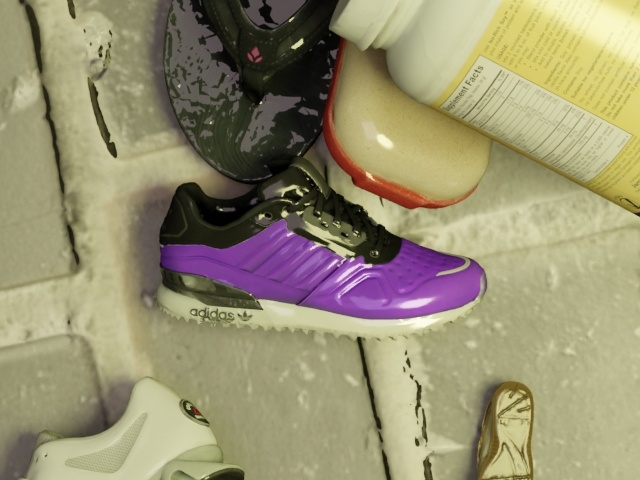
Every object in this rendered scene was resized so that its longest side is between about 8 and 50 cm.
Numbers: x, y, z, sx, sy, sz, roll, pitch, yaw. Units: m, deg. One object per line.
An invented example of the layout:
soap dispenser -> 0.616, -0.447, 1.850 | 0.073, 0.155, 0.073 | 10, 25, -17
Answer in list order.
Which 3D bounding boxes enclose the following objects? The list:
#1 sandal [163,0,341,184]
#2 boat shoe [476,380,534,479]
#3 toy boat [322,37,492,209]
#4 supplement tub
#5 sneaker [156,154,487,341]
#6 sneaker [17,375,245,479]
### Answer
sandal -> -0.035, -0.273, 1.675 | 0.167, 0.107, 0.446 | 15, 90, 5
boat shoe -> 0.163, 0.192, 1.678 | 0.050, 0.045, 0.135 | 11, 86, -3
toy boat -> 0.067, -0.127, 1.651 | 0.151, 0.151, 0.231 | 23, 61, -20
supplement tub -> 0.199, -0.179, 1.494 | 0.331, 0.241, 0.241 | 27, 91, -5
sneaker -> 0.000, 0.000, 1.649 | 0.293, 0.102, 0.146 | 2, 108, 5
sneaker -> -0.232, 0.253, 1.688 | 0.330, 0.122, 0.146 | -39, 68, 4
